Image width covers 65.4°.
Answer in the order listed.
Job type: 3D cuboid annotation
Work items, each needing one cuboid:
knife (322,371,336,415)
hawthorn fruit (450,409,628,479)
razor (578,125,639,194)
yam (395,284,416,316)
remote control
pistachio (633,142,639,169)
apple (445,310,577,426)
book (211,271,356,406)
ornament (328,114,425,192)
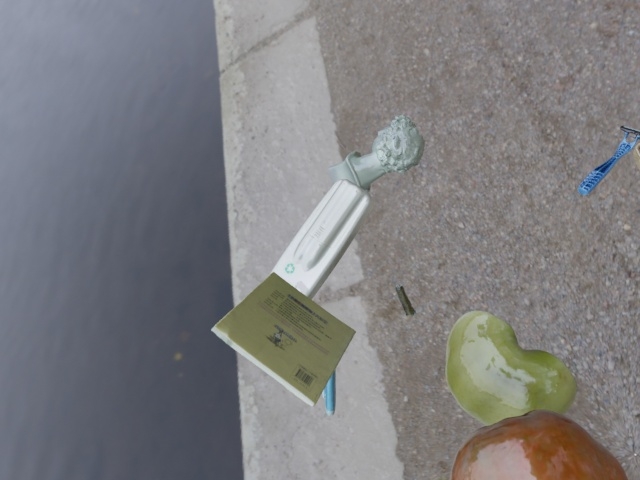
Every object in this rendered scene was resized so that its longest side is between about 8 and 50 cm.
[{"bbox_3d":[0.017,0.292,1.079,0.032,0.221,0.064,-1,26,1],"label":"knife"},{"bbox_3d":[0.247,0.316,0.527,0.200,0.199,0.251,-27,35,20],"label":"hawthorn fruit"},{"bbox_3d":[0.789,-0.213,1.355,0.253,0.042,0.082,-44,48,-13],"label":"razor"},{"bbox_3d":[0.237,0.164,1.394,0.033,0.129,0.027,-22,38,5],"label":"yam"},{"bbox_3d":[0.000,0.000,0.864,0.090,0.049,0.230,35,93,24],"label":"remote control"},{"bbox_3d":[0.861,-0.182,1.209,0.157,0.230,0.157,-45,31,37],"label":"pistachio"},{"bbox_3d":[0.530,0.399,1.460,0.312,0.360,0.319,1,48,-5],"label":"apple"},{"bbox_3d":[-0.043,0.131,0.723,0.168,0.192,0.013,35,118,6],"label":"book"},{"bbox_3d":[0.140,-0.198,1.277,0.285,0.120,0.130,-33,93,39],"label":"ornament"}]
